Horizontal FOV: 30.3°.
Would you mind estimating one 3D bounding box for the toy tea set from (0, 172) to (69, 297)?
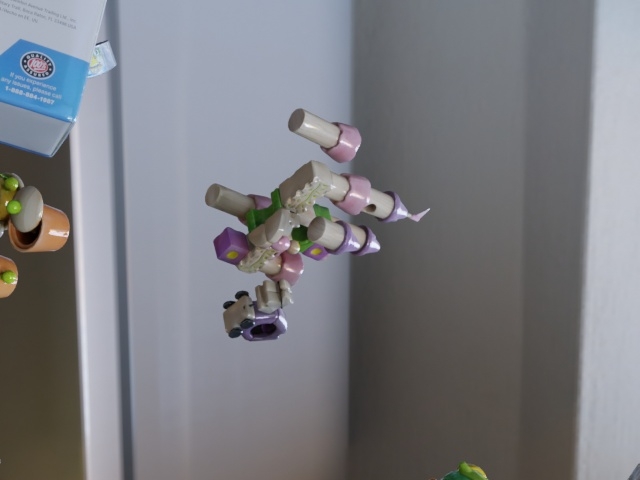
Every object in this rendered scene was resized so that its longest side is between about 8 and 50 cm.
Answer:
[{"bbox_3d":[-0.514,0.005,1.704,0.336,0.200,0.124,-37,153,26],"label":"toy tea set"}]

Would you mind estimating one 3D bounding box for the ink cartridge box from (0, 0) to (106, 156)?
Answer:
[{"bbox_3d":[-0.349,-0.276,1.277,0.223,0.308,0.129,16,160,-18],"label":"ink cartridge box"}]

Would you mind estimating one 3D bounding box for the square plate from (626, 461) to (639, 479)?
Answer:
[{"bbox_3d":[0.353,0.392,1.466,0.049,0.344,0.347,32,-173,20],"label":"square plate"}]

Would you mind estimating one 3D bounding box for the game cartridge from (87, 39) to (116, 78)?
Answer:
[{"bbox_3d":[-0.412,-0.322,2.130,0.083,0.056,0.017,-23,-148,-13],"label":"game cartridge"}]

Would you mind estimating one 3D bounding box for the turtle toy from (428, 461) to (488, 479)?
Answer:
[{"bbox_3d":[0.110,0.237,0.927,0.066,0.130,0.095,-3,-175,-11],"label":"turtle toy"}]

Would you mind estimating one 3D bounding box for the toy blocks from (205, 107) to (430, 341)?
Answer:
[{"bbox_3d":[0.000,0.000,1.973,0.260,0.309,0.288,23,132,-40],"label":"toy blocks"}]
